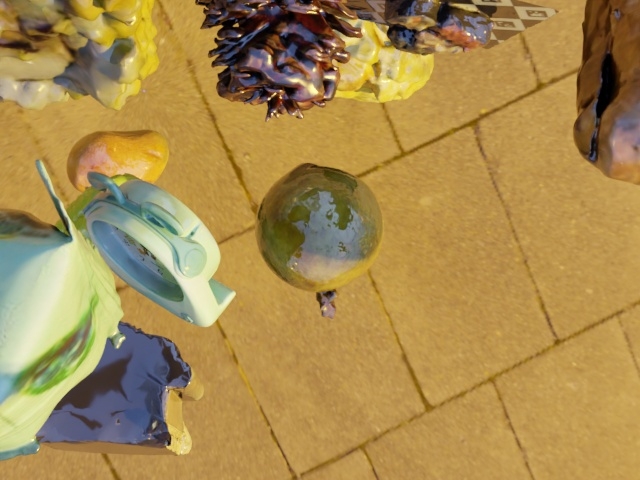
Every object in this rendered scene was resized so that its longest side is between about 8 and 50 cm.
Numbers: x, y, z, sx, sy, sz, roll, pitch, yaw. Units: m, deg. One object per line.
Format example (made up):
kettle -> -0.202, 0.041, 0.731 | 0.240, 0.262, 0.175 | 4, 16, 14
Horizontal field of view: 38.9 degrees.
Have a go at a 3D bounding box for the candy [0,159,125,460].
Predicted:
candy -> -0.352, 0.096, 0.711 | 0.397, 0.263, 0.172 | -20, 68, -14

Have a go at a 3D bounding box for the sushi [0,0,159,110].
sushi -> -0.259, -0.243, 0.574 | 0.351, 0.396, 0.240 | -5, 74, -2

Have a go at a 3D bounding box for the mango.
mango -> -0.309, -0.117, 1.395 | 0.165, 0.089, 0.115 | -6, 68, -35

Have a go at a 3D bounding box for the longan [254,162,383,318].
longan -> 0.000, 0.000, 1.013 | 0.154, 0.145, 0.176 | -8, 95, -42

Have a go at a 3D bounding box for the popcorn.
popcorn -> 0.068, -0.328, 1.472 | 0.215, 0.286, 0.252 | -35, 80, 20

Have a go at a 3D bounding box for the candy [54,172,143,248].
candy -> -0.276, -0.004, 1.090 | 0.209, 0.097, 0.097 | -30, 108, 38

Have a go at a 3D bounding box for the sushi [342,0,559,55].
sushi -> 0.142, -0.262, 1.128 | 0.231, 0.219, 0.047 | 10, 88, -12

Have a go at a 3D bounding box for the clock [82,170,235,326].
clock -> -0.162, 0.003, 0.899 | 0.148, 0.188, 0.060 | 31, 65, 19

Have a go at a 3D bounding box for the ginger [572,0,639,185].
ginger -> 0.298, -0.200, 0.794 | 0.172, 0.165, 0.321 | 2, 76, -17

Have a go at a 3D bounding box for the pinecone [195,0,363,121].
pinecone -> -0.016, -0.094, 0.390 | 0.077, 0.077, 0.083 | 1, 110, -11

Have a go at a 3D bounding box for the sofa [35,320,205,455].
sofa -> -0.313, 0.230, 1.397 | 0.258, 0.200, 0.182 | 2, 71, 1
